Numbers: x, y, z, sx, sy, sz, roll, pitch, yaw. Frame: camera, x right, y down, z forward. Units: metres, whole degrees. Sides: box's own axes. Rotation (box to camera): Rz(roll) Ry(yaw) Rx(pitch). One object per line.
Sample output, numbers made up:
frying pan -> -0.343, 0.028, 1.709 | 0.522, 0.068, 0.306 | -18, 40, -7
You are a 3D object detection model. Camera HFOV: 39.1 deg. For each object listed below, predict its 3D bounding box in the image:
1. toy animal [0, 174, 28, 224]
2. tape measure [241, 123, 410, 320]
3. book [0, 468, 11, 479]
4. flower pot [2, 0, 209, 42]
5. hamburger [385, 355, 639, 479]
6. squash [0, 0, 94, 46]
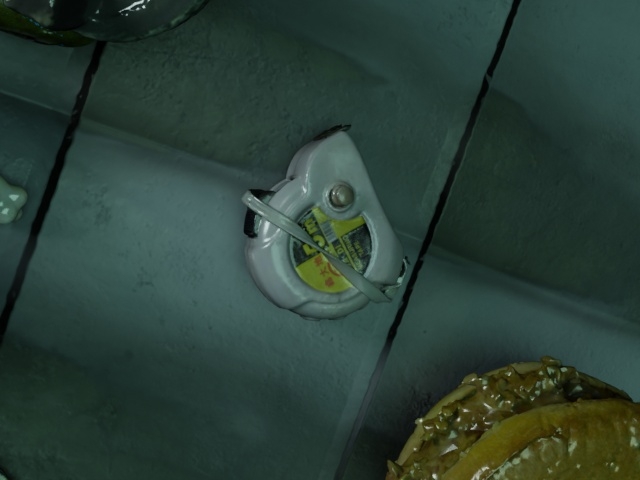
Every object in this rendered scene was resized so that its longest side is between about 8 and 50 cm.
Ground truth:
toy animal -> -0.463, -0.129, 0.931 | 0.180, 0.181, 0.363 | -22, 116, -2
tape measure -> 0.000, 0.000, 1.146 | 0.197, 0.120, 0.236 | -30, 102, -17
book -> -0.491, 0.400, 1.102 | 0.300, 0.039, 0.428 | -38, 109, -8
flower pot -> -0.202, -0.358, 0.889 | 0.299, 0.283, 0.299 | 4, 112, 10
hamburger -> 0.233, 0.311, 1.197 | 0.445, 0.268, 0.287 | -44, 111, -2
squash -> -0.400, -0.285, 0.989 | 0.331, 0.087, 0.087 | 14, 95, -18
